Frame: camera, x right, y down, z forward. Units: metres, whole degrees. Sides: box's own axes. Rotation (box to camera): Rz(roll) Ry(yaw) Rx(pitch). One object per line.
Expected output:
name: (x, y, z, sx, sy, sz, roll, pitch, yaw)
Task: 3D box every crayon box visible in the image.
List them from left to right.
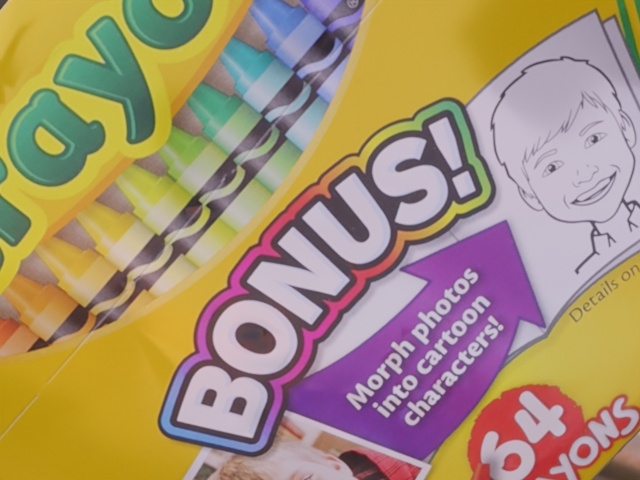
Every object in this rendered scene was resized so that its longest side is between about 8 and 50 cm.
crayon box: (0.000, 0.000, 0.378, 0.313, 0.363, 0.106, 40, 4, -16)
